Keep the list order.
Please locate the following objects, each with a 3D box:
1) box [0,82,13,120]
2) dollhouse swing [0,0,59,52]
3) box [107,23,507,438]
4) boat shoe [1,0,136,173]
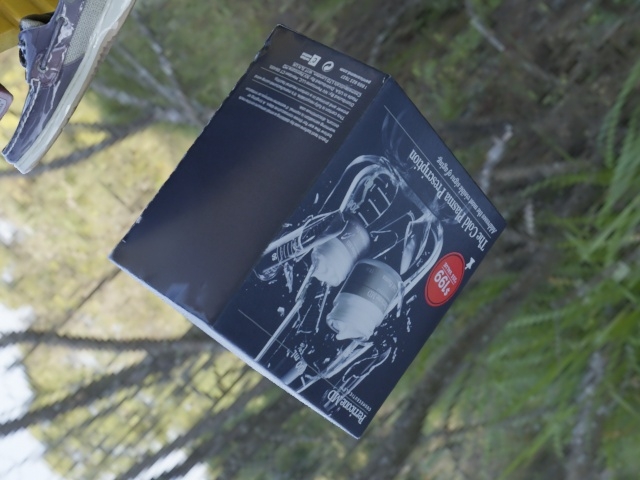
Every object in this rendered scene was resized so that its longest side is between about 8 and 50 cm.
[{"bbox_3d":[-0.335,-0.038,0.902,0.123,0.257,0.128,41,-170,31],"label":"box"},{"bbox_3d":[-0.409,-0.433,1.594,0.315,0.347,0.305,41,148,32],"label":"dollhouse swing"},{"bbox_3d":[0.000,0.000,1.549,0.179,0.312,0.343,31,173,38],"label":"box"},{"bbox_3d":[-0.266,-0.206,1.450,0.092,0.285,0.103,28,-164,-14],"label":"boat shoe"}]
